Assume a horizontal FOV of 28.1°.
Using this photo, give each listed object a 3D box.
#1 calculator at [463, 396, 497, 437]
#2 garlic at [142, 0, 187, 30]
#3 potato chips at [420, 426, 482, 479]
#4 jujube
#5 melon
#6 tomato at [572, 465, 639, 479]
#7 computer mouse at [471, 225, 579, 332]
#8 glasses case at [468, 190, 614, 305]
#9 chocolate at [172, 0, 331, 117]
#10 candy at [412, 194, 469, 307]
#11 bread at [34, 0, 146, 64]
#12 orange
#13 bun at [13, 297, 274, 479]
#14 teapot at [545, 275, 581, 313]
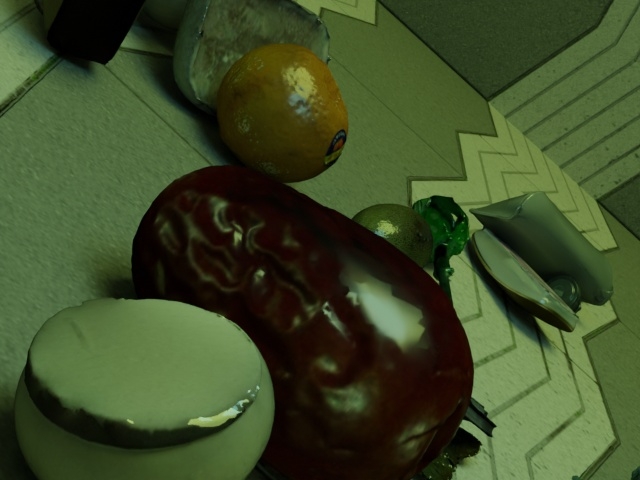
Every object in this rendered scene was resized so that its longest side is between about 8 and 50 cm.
[{"bbox_3d":[0.077,0.114,1.315,0.166,0.028,0.274,35,-4,40],"label":"calculator"},{"bbox_3d":[-0.177,-0.394,1.745,0.203,0.185,0.281,62,-14,18],"label":"garlic"},{"bbox_3d":[0.100,0.200,1.303,0.209,0.026,0.142,26,26,-40],"label":"potato chips"},{"bbox_3d":[-0.018,0.071,1.081,0.318,0.223,0.223,41,16,23],"label":"jujube"},{"bbox_3d":[0.085,0.002,1.612,0.099,0.099,0.162,49,18,20],"label":"melon"},{"bbox_3d":[0.315,0.302,1.057,0.282,0.317,0.317,62,22,12],"label":"tomato"},{"bbox_3d":[0.314,0.065,2.009,0.126,0.056,0.245,37,11,-36],"label":"computer mouse"},{"bbox_3d":[0.378,0.003,2.151,0.128,0.083,0.308,6,-25,46],"label":"glasses case"},{"bbox_3d":[-0.100,-0.247,1.717,0.100,0.185,0.303,20,2,29],"label":"chocolate"},{"bbox_3d":[0.169,0.047,1.754,0.097,0.097,0.323,35,27,-21],"label":"candy"},{"bbox_3d":[-0.251,-0.332,1.467,0.142,0.224,0.211,16,48,-25],"label":"bread"},{"bbox_3d":[-0.047,-0.157,1.600,0.177,0.155,0.177,35,49,-55],"label":"orange"},{"bbox_3d":[-0.116,0.124,0.854,0.173,0.119,0.173,5,30,-3],"label":"bun"},{"bbox_3d":[0.399,0.095,2.143,0.088,0.066,0.057,22,-14,40],"label":"teapot"}]
